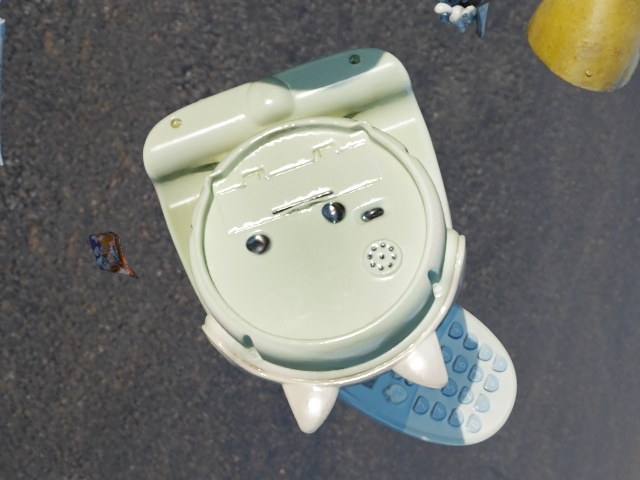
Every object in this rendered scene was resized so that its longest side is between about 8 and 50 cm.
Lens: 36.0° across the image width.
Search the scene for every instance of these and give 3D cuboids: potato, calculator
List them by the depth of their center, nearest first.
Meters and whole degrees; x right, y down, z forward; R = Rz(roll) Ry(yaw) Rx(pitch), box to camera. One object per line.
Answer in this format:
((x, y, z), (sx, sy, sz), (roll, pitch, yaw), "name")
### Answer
((0.103, 0.141, 1.231), (0.188, 0.302, 0.042), (-60, 175, -25), "calculator")
((0.406, -0.336, 1.428), (0.203, 0.178, 0.158), (-46, 162, -38), "potato")

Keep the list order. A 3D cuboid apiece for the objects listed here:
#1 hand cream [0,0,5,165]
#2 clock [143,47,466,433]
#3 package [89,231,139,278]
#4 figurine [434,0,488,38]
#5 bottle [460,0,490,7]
((-0.335, -0.159, 0.962), (0.065, 0.043, 0.171), (11, 113, -5), "hand cream")
((0.000, 0.000, 0.898), (0.265, 0.324, 0.108), (-20, 159, 0), "clock")
((-0.310, 0.021, 1.467), (0.033, 0.110, 0.077), (-18, 104, -41), "package")
((0.234, -0.379, 1.634), (0.094, 0.086, 0.082), (74, 25, -69), "figurine")
((0.154, -0.398, 1.166), (0.082, 0.244, 0.072), (-27, -178, 10), "bottle")
